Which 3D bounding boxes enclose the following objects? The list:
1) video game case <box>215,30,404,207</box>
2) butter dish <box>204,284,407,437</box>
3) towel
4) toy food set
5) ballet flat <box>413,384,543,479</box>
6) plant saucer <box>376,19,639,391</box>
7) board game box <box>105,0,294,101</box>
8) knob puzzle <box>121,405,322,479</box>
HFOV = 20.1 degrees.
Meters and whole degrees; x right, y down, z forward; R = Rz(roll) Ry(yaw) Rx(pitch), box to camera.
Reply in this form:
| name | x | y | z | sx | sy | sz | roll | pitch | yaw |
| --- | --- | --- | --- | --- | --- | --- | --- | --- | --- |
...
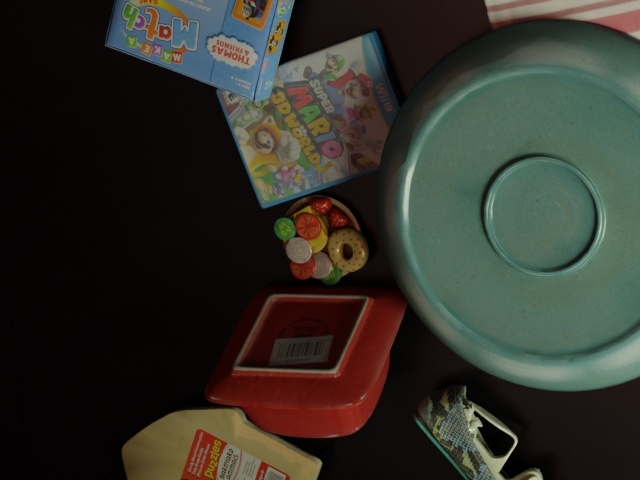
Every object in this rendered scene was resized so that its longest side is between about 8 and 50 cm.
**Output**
| name | x | y | z | sx | sy | sz | roll | pitch | yaw |
| --- | --- | --- | --- | --- | --- | --- | --- | --- | --- |
| video game case | -0.003 | -0.107 | 1.621 | 0.166 | 0.015 | 0.119 | -17 | 98 | 27 |
| butter dish | -0.001 | 0.125 | 1.635 | 0.160 | 0.160 | 0.118 | 1 | 129 | 24 |
| towel | 0.210 | -0.198 | 1.494 | 0.144 | 0.029 | 0.197 | -8 | 105 | 26 |
| toy food set | 0.000 | 0.000 | 1.649 | 0.083 | 0.020 | 0.083 | -30 | 93 | 28 |
| ballet flat | 0.161 | 0.209 | 1.621 | 0.070 | 0.070 | 0.188 | -37 | 92 | 28 |
| plant saucer | 0.189 | -0.023 | 1.503 | 0.318 | 0.044 | 0.317 | 5 | 103 | 22 |
| board game box | -0.095 | -0.248 | 1.597 | 0.160 | 0.039 | 0.211 | 22 | 109 | 18 |
| knob puzzle | -0.105 | 0.240 | 1.765 | 0.213 | 0.030 | 0.213 | 7 | 109 | 22 |
